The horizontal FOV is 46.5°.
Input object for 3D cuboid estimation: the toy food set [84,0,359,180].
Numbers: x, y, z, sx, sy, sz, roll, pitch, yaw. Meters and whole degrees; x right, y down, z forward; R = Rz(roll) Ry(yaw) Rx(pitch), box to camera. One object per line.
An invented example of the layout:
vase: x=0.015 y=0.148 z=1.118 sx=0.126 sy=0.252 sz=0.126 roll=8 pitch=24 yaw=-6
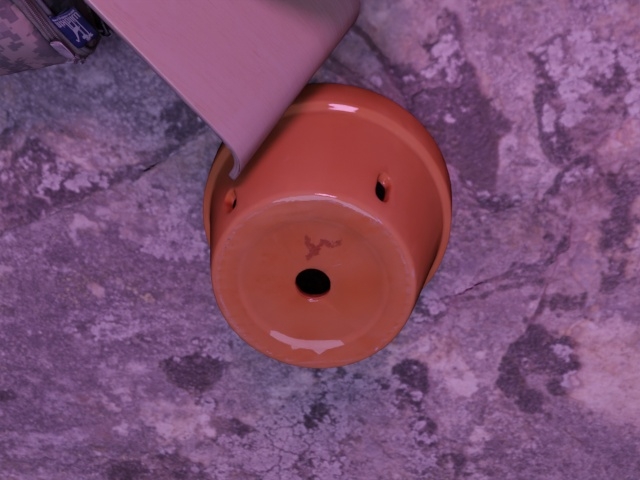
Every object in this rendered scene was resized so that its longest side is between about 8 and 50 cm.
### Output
toy food set: x=-0.119 y=-0.239 z=0.687 sx=0.306 sy=0.220 sz=0.092 roll=45 pitch=156 yaw=-24

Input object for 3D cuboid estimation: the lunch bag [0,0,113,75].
lunch bag: x=-0.382 y=-0.270 z=0.713 sx=0.305 sy=0.213 sz=0.256 roll=-9 pitch=132 yaw=11

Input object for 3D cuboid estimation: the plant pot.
plant pot: x=0.000 y=0.000 z=0.803 sx=0.290 sy=0.203 sz=0.291 roll=3 pitch=118 yaw=5
